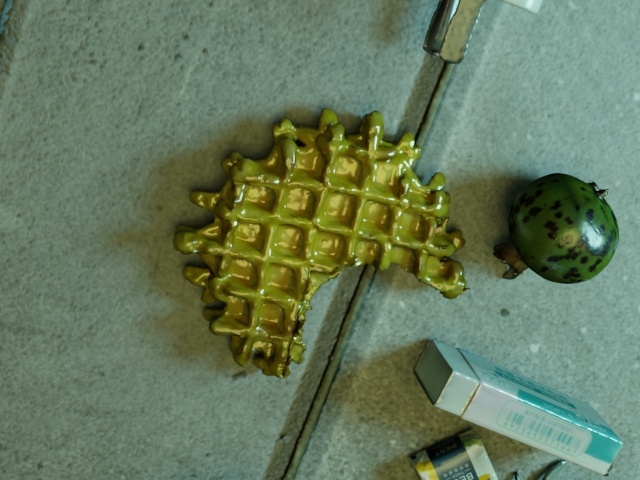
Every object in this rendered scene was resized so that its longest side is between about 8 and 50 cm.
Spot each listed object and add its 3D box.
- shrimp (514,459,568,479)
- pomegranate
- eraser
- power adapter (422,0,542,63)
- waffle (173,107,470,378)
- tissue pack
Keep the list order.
[{"bbox_3d":[0.342,0.393,1.350,0.411,0.166,0.221,38,126,-14],"label":"shrimp"},{"bbox_3d":[0.240,-0.003,1.223,0.122,0.122,0.161,38,128,-19],"label":"pomegranate"},{"bbox_3d":[0.218,0.184,1.283,0.225,0.095,0.052,24,103,-16],"label":"eraser"},{"bbox_3d":[0.150,-0.267,1.101,0.125,0.130,0.204,17,106,-15],"label":"power adapter"},{"bbox_3d":[0.000,0.000,1.200,0.293,0.069,0.259,-29,112,-1],"label":"waffle"},{"bbox_3d":[0.152,0.259,1.326,0.083,0.042,0.062,-24,108,-2],"label":"tissue pack"}]
